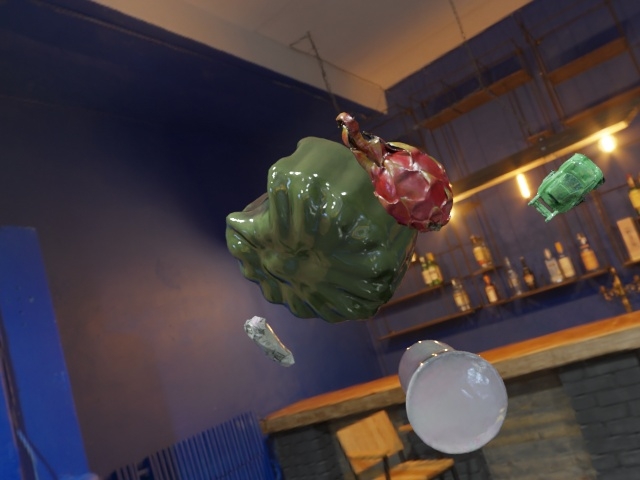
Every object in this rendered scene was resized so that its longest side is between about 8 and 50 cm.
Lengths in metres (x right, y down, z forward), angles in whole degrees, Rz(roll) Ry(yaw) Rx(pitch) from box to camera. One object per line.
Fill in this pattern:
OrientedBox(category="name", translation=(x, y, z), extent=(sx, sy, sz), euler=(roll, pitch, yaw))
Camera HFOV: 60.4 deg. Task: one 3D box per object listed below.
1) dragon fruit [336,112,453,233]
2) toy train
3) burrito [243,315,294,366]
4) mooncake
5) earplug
OrientedBox(category="dragon fruit", translation=(0.095, -0.092, 0.698), extent=(0.094, 0.190, 0.094), euler=(-42, -3, -2))
OrientedBox(category="toy train", translation=(0.534, -0.114, 1.194), extent=(0.081, 0.099, 0.149), euler=(-35, -14, -29))
OrientedBox(category="burrito", translation=(-0.131, 0.265, 1.421), extent=(0.064, 0.064, 0.203), euler=(-21, -50, 14))
OrientedBox(category="mooncake", translation=(0.000, 0.000, 1.014), extent=(0.351, 0.351, 0.187), euler=(-27, 21, 39))
OrientedBox(category="earplug", translation=(0.225, 0.270, 1.061), extent=(0.172, 0.173, 0.301), euler=(-18, 1, -1))
